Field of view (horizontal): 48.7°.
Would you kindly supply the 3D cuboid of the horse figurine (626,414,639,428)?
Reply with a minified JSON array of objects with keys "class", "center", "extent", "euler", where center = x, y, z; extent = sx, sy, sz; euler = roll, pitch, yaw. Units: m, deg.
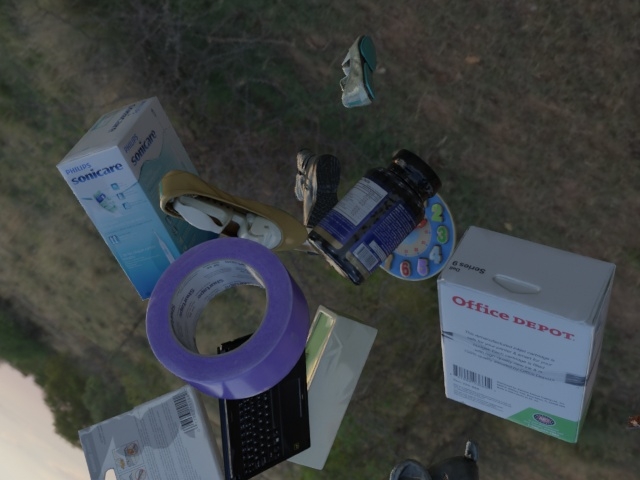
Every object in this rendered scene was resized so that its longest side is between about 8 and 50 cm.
[{"class":"horse figurine","center":[0.626,0.236,1.289],"extent":[0.066,0.263,0.174],"euler":[14,-175,19]}]

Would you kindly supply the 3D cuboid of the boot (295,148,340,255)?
[{"class":"boot","center":[-0.016,-0.095,1.694],"extent":[0.084,0.246,0.161],"euler":[4,-173,-23]}]

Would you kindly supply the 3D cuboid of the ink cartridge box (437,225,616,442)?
[{"class":"ink cartridge box","center":[0.292,0.139,1.021],"extent":[0.211,0.121,0.289],"euler":[17,141,27]}]

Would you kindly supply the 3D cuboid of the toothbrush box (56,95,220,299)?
[{"class":"toothbrush box","center":[-0.310,-0.078,1.283],"extent":[0.126,0.216,0.295],"euler":[-15,121,16]}]

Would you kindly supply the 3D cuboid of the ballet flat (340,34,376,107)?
[{"class":"ballet flat","center":[0.054,-0.260,1.080],"extent":[0.052,0.168,0.057],"euler":[-18,128,21]}]

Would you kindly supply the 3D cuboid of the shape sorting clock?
[{"class":"shape sorting clock","center":[0.165,-0.021,1.365],"extent":[0.206,0.040,0.206],"euler":[9,106,35]}]

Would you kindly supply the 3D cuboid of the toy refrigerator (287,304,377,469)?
[{"class":"toy refrigerator","center":[-0.003,0.261,1.283],"extent":[0.094,0.269,0.102],"euler":[22,179,-20]}]

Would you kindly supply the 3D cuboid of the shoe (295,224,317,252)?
[{"class":"shoe","center":[0.000,0.000,1.416],"extent":[0.077,0.058,0.219],"euler":[12,-179,-41]}]

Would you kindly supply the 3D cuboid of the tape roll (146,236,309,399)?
[{"class":"tape roll","center":[-0.114,0.096,0.881],"extent":[0.189,0.189,0.080],"euler":[24,162,27]}]

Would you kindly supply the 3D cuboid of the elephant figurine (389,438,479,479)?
[{"class":"elephant figurine","center":[0.203,0.526,1.448],"extent":[0.240,0.186,0.169],"euler":[-2,111,14]}]

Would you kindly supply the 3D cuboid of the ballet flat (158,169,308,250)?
[{"class":"ballet flat","center":[-0.126,-0.025,1.017],"extent":[0.232,0.073,0.080],"euler":[22,124,-17]}]

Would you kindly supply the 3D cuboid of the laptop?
[{"class":"laptop","center":[-0.075,0.267,1.044],"extent":[0.137,0.264,0.234],"euler":[10,107,45]}]

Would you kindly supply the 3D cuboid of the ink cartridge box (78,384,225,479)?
[{"class":"ink cartridge box","center":[-0.338,0.488,1.481],"extent":[0.066,0.261,0.296],"euler":[72,176,-71]}]

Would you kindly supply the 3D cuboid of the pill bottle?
[{"class":"pill bottle","center":[0.093,-0.041,1.163],"extent":[0.123,0.219,0.123],"euler":[44,175,4]}]
